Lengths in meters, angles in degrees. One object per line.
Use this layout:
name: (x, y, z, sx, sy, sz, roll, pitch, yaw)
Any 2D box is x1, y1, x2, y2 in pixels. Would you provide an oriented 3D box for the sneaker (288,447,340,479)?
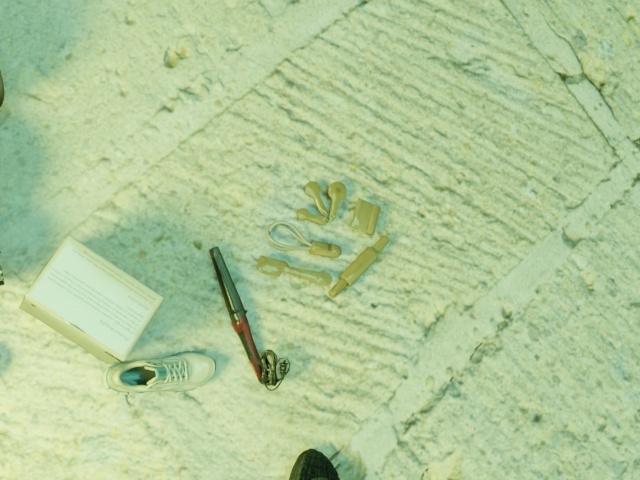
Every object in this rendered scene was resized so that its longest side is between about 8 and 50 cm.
sneaker: (-0.047, 0.494, 1.540, 0.109, 0.130, 0.286, 35, 48, -28)

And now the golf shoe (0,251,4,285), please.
golf shoe: (-0.564, -0.044, 1.391, 0.120, 0.105, 0.272, -7, 79, -16)

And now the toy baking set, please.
toy baking set: (0.006, 0.004, 1.676, 0.197, 0.030, 0.256, 43, 70, -7)

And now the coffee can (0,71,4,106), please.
coffee can: (-0.648, -0.229, 1.339, 0.275, 0.201, 0.201, -37, 96, -33)

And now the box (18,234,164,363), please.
box: (-0.368, 0.100, 1.436, 0.181, 0.182, 0.119, 36, 70, -13)

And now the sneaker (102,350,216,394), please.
sneaker: (-0.263, 0.226, 1.511, 0.191, 0.083, 0.071, -7, 83, -23)

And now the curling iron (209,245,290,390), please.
curling iron: (-0.131, 0.136, 1.594, 0.068, 0.035, 0.274, -26, 88, 15)
